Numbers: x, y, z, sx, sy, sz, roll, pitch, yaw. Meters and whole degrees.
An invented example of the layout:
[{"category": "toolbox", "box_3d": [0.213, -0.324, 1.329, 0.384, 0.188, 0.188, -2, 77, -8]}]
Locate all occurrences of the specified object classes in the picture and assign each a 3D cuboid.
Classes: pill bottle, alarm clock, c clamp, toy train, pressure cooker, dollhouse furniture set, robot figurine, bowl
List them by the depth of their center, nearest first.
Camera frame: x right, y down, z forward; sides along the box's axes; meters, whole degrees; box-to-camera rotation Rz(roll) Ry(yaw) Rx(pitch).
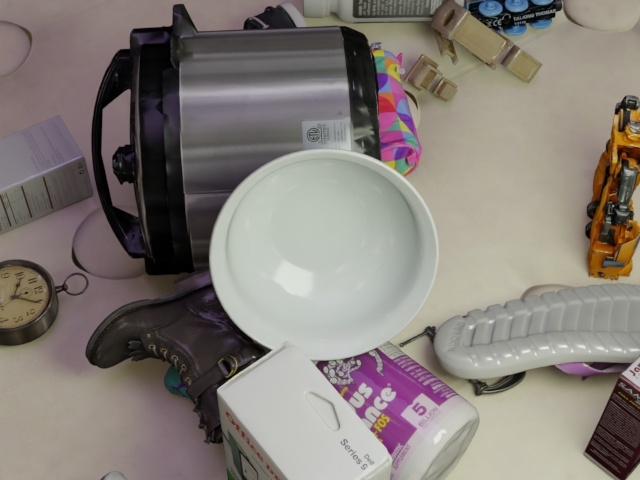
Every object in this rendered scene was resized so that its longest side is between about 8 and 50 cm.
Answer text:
[{"category": "bowl", "box_3d": [0.000, 0.000, 1.593, 0.298, 0.297, 0.134, -5, 23, -4]}, {"category": "pill bottle", "box_3d": [0.057, 0.215, 1.670, 0.302, 0.169, 0.169, 36, 63, 22]}, {"category": "c clamp", "box_3d": [0.220, 0.175, 1.791, 0.137, 0.022, 0.161, -33, 60, -27]}, {"category": "pressure cooker", "box_3d": [-0.129, -0.139, 1.794, 0.421, 0.375, 0.369, -4, 58, -4]}, {"category": "robot figurine", "box_3d": [0.456, -0.078, 1.799, 0.085, 0.291, 0.211, 7, 56, 5]}, {"category": "alarm clock", "box_3d": [-0.445, 0.091, 1.821, 0.192, 0.064, 0.129, -18, 57, -9]}, {"category": "dollhouse furniture set", "box_3d": [0.258, -0.303, 2.106, 0.182, 0.161, 0.101, 30, 13, -26]}, {"category": "pill bottle", "box_3d": [0.110, -0.471, 2.150, 0.283, 0.161, 0.161, 0, 55, -1]}, {"category": "toy train", "box_3d": [0.342, -0.425, 2.174, 0.184, 0.080, 0.105, -13, 47, -6]}]

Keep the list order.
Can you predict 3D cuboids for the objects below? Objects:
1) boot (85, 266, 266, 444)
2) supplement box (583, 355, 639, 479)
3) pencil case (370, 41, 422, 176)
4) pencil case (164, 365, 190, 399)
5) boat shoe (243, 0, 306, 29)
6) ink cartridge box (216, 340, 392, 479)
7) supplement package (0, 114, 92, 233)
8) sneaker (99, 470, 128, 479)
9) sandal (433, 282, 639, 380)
[{"category": "boot", "box_3d": [-0.187, 0.180, 1.666, 0.263, 0.091, 0.229, -31, 66, 11]}, {"category": "supplement box", "box_3d": [0.442, 0.220, 1.623, 0.073, 0.239, 0.130, 38, 64, 23]}, {"category": "pencil case", "box_3d": [0.107, -0.216, 2.013, 0.105, 0.104, 0.236, -5, 58, -4]}, {"category": "pencil case", "box_3d": [-0.149, 0.226, 1.726, 0.152, 0.070, 0.064, 31, 26, 23]}, {"category": "boat shoe", "box_3d": [-0.037, -0.298, 2.069, 0.091, 0.114, 0.302, -22, 46, -15]}, {"category": "ink cartridge box", "box_3d": [-0.023, 0.295, 1.541, 0.122, 0.289, 0.211, -33, 61, -21]}, {"category": "supplement package", "box_3d": [-0.474, -0.103, 1.930, 0.179, 0.105, 0.105, -24, 60, -16]}, {"category": "sneaker", "box_3d": [-0.248, 0.452, 1.561, 0.152, 0.114, 0.305, 4, 58, -14]}, {"category": "sandal", "box_3d": [0.374, 0.149, 1.762, 0.417, 0.102, 0.169, -4, 35, 4]}]
